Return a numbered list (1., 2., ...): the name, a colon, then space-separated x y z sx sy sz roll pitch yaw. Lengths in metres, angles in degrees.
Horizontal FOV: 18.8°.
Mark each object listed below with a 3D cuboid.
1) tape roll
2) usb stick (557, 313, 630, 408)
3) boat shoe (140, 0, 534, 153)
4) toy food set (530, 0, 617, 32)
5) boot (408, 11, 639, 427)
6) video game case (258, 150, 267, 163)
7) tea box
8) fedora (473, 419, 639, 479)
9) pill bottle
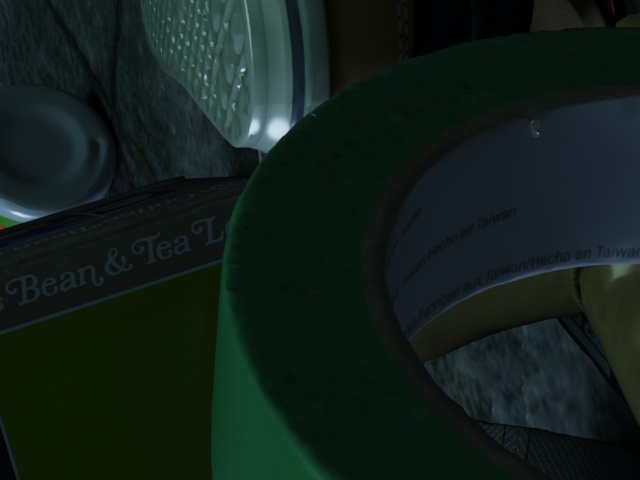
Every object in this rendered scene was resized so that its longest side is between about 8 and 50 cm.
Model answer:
1. tape roll: 0.128 0.045 0.593 0.321 0.321 0.077 52 146 46
2. usb stick: 0.127 0.011 0.923 0.077 0.045 0.278 87 157 -43
3. boat shoe: -0.019 -0.176 1.050 0.500 0.156 0.187 -125 27 -64
4. toy food set: 0.121 -0.087 0.925 0.083 0.020 0.082 -135 40 -53
5. boot: 0.133 0.063 0.785 0.236 0.089 0.269 -43 55 25
6. video game case: 0.000 0.000 1.248 0.143 0.019 0.157 -154 55 -62
7. tea box: -0.158 0.150 1.257 0.220 0.329 0.323 4 110 67
8. fedora: 0.092 0.171 0.932 0.275 0.244 0.124 68 -152 -55
9. pill bottle: -0.262 -0.013 1.691 0.245 0.136 0.136 113 139 -54
